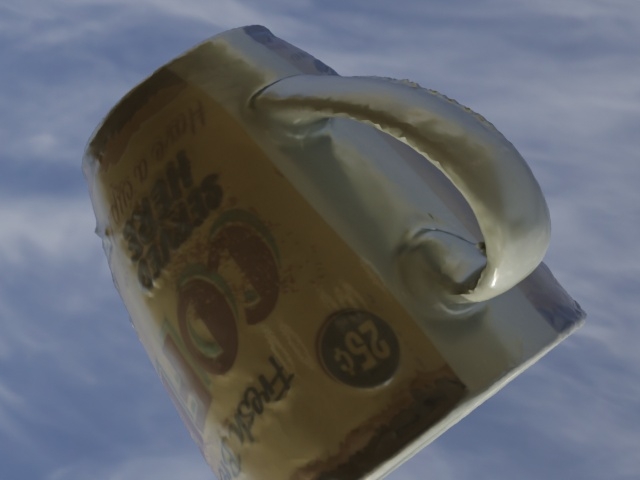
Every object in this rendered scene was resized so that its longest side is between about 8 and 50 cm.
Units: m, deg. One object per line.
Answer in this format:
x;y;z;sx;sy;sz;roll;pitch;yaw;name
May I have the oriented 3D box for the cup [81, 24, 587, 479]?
0.000;0.000;0.848;0.257;0.227;0.301;51;-34;7;cup
